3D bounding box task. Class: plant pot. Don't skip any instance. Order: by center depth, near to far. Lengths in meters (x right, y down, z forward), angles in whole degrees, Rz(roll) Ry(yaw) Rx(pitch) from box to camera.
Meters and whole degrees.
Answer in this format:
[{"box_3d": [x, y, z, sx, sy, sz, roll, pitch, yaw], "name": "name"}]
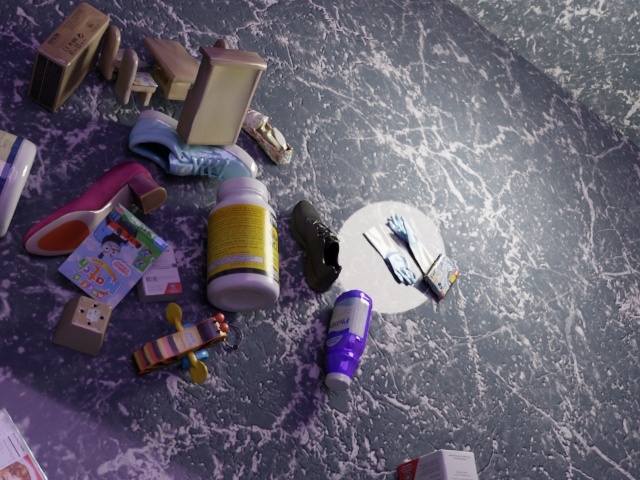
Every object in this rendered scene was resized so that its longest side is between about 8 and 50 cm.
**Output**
[{"box_3d": [-0.535, 0.186, 1.606, 0.109, 0.096, 0.109, 23, 52, -20], "name": "plant pot"}]

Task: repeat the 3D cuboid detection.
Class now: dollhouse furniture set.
[{"box_3d": [-0.352, -0.481, 1.936, 0.362, 0.257, 0.394, -5, 44, -40], "name": "dollhouse furniture set"}]

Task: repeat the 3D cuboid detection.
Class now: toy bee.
[{"box_3d": [-0.301, 0.226, 1.696, 0.195, 0.162, 0.298, 46, 48, 1], "name": "toy bee"}]

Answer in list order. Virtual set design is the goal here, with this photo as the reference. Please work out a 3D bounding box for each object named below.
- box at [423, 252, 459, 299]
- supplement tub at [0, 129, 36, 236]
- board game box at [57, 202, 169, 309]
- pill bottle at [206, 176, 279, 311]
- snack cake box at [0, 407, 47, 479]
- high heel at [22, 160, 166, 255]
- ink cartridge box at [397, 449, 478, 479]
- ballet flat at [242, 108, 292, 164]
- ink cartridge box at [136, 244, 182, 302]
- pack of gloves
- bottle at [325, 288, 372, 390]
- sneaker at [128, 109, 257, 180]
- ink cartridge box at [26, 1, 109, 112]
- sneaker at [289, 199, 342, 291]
[{"box_3d": [0.398, 0.116, 2.310, 0.094, 0.027, 0.137, 52, 47, -10], "name": "box"}, {"box_3d": [-0.819, -0.162, 1.535, 0.324, 0.235, 0.236, 20, 53, -22], "name": "supplement tub"}, {"box_3d": [-0.495, 0.041, 1.689, 0.160, 0.039, 0.211, 41, 79, -12], "name": "board game box"}, {"box_3d": [-0.207, 0.007, 1.873, 0.187, 0.188, 0.334, 12, 57, -28], "name": "pill bottle"}, {"box_3d": [-0.627, 0.484, 1.368, 0.152, 0.089, 0.264, -27, 80, -43], "name": "snack cake box"}, {"box_3d": [-0.587, -0.086, 1.764, 0.377, 0.127, 0.181, -26, 47, -35], "name": "high heel"}, {"box_3d": [0.309, 0.695, 1.792, 0.114, 0.197, 0.273, 14, 56, -27], "name": "ink cartridge box"}, {"box_3d": [-0.170, -0.340, 2.185, 0.241, 0.077, 0.091, 46, 49, 0], "name": "ballet flat"}, {"box_3d": [-0.415, 0.084, 1.775, 0.099, 0.056, 0.135, -1, 64, -35], "name": "ink cartridge box"}, {"box_3d": [0.275, 0.021, 2.284, 0.195, 0.046, 0.232, -31, 82, -43], "name": "pack of gloves"}, {"box_3d": [0.071, 0.274, 1.944, 0.092, 0.118, 0.283, 34, 49, -24], "name": "bottle"}, {"box_3d": [-0.362, -0.220, 1.956, 0.365, 0.135, 0.150, 22, 53, -7], "name": "sneaker"}, {"box_3d": [-0.667, -0.485, 1.862, 0.088, 0.193, 0.235, 31, 49, -12], "name": "ink cartridge box"}, {"box_3d": [0.000, 0.000, 2.057, 0.109, 0.130, 0.286, -6, 65, -34], "name": "sneaker"}]
